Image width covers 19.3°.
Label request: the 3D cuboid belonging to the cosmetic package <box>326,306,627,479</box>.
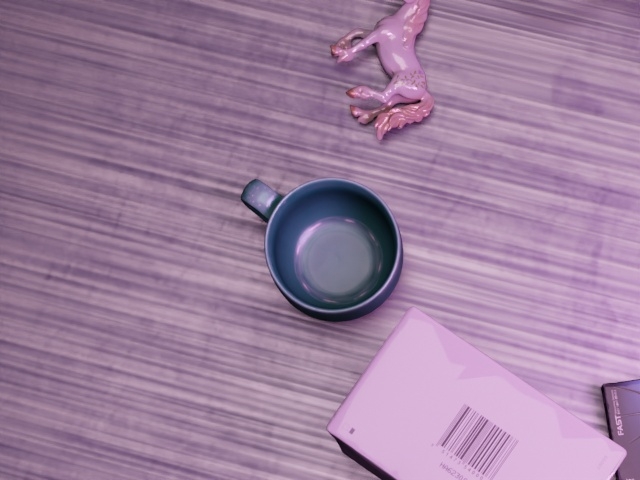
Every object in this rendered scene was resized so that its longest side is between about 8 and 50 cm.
[{"bbox_3d":[0.139,0.189,1.691,0.224,0.225,0.138,34,82,10],"label":"cosmetic package"}]

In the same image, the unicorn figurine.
[{"bbox_3d":[0.068,-0.188,1.857,0.111,0.060,0.162,-19,95,1],"label":"unicorn figurine"}]

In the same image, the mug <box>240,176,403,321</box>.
[{"bbox_3d":[0.010,0.000,1.801,0.129,0.097,0.158,-22,78,1],"label":"mug"}]

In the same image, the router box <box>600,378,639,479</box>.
[{"bbox_3d":[0.319,0.188,1.770,0.092,0.038,0.122,-9,79,4],"label":"router box"}]
